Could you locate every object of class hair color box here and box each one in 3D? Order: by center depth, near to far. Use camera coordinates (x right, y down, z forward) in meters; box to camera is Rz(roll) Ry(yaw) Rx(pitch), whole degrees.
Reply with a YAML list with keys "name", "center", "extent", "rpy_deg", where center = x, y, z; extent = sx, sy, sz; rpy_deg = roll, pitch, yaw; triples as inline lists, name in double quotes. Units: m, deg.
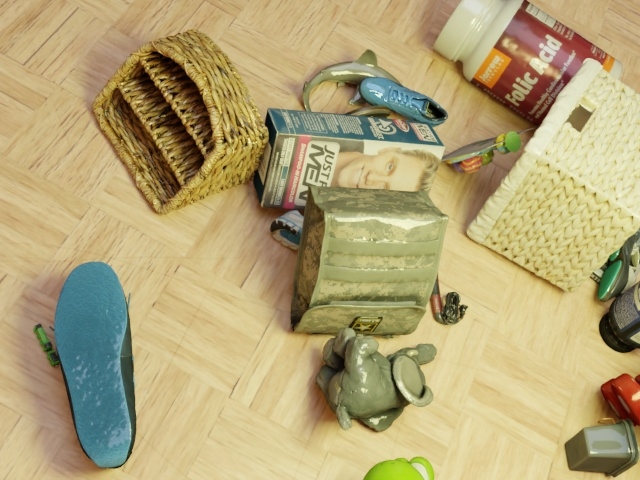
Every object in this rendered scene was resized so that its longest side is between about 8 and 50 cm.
- name: "hair color box"
  center: [0.055, -0.152, 1.724]
  extent: [0.347, 0.174, 0.105]
  rpy_deg: [2, 36, -18]

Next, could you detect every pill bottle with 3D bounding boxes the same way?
- name: "pill bottle"
  center: [0.663, 0.145, 1.748]
  extent: [0.123, 0.219, 0.123]
  rpy_deg: [9, 60, -15]
- name: "pill bottle"
  center: [0.474, -0.420, 2.005]
  extent: [0.392, 0.224, 0.224]
  rpy_deg: [33, 56, 2]

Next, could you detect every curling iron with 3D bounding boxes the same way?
- name: "curling iron"
  center: [0.237, 0.049, 1.767]
  extent: [0.068, 0.035, 0.274]
  rpy_deg: [-1, 63, -25]

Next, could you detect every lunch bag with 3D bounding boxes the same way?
- name: "lunch bag"
  center: [0.079, 0.058, 1.574]
  extent: [0.235, 0.287, 0.169]
  rpy_deg: [2, 25, -15]

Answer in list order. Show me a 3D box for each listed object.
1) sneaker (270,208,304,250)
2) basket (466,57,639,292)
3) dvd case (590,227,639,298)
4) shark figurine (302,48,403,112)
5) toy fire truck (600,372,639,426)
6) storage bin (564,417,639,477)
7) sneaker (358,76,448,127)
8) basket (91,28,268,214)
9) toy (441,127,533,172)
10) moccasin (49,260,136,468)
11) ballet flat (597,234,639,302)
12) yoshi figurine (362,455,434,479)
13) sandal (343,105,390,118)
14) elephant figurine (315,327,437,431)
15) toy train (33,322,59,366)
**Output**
- name: "sneaker"
  center: [0.000, 0.000, 1.696]
  extent: [0.190, 0.071, 0.083]
  rpy_deg: [38, 47, 2]
- name: "basket"
  center: [0.525, -0.120, 1.777]
  extent: [0.266, 0.331, 0.328]
  rpy_deg: [35, 56, 7]
- name: "dvd case"
  center: [0.652, -0.002, 1.944]
  extent: [0.179, 0.029, 0.239]
  rpy_deg: [38, 56, 6]
- name: "shark figurine"
  center: [0.069, -0.373, 1.907]
  extent: [0.278, 0.116, 0.166]
  rpy_deg: [-4, 62, -23]
- name: "toy fire truck"
  center: [0.674, 0.333, 1.609]
  extent: [0.169, 0.302, 0.254]
  rpy_deg: [-33, 74, 2]
- name: "storage bin"
  center: [0.521, 0.384, 1.621]
  extent: [0.091, 0.135, 0.098]
  rpy_deg: [1, 61, -7]
- name: "sneaker"
  center: [0.184, -0.305, 1.877]
  extent: [0.209, 0.082, 0.069]
  rpy_deg: [21, 85, -22]
- name: "basket"
  center: [-0.269, -0.238, 1.649]
  extent: [0.223, 0.213, 0.299]
  rpy_deg: [-24, 71, -29]
- name: "toy"
  center: [0.333, -0.178, 1.830]
  extent: [0.137, 0.237, 0.056]
  rpy_deg: [-25, 94, -29]
- name: "moccasin"
  center: [-0.373, 0.207, 1.422]
  extent: [0.138, 0.117, 0.342]
  rpy_deg: [-4, 67, -7]
- name: "ballet flat"
  center: [0.647, 0.057, 1.851]
  extent: [0.074, 0.074, 0.203]
  rpy_deg: [26, 55, -3]
- name: "yoshi figurine"
  center: [0.120, 0.506, 1.374]
  extent: [0.203, 0.203, 0.362]
  rpy_deg: [8, 56, -7]
- name: "sandal"
  center: [0.051, -0.236, 1.840]
  extent: [0.219, 0.090, 0.060]
  rpy_deg: [-19, 89, -24]
- name: "elephant figurine"
  center: [0.126, 0.256, 1.550]
  extent: [0.239, 0.169, 0.186]
  rpy_deg: [21, 85, -25]
- name: "toy train"
  center: [-0.462, 0.175, 1.458]
  extent: [0.017, 0.024, 0.083]
  rpy_deg: [-23, 71, -28]
